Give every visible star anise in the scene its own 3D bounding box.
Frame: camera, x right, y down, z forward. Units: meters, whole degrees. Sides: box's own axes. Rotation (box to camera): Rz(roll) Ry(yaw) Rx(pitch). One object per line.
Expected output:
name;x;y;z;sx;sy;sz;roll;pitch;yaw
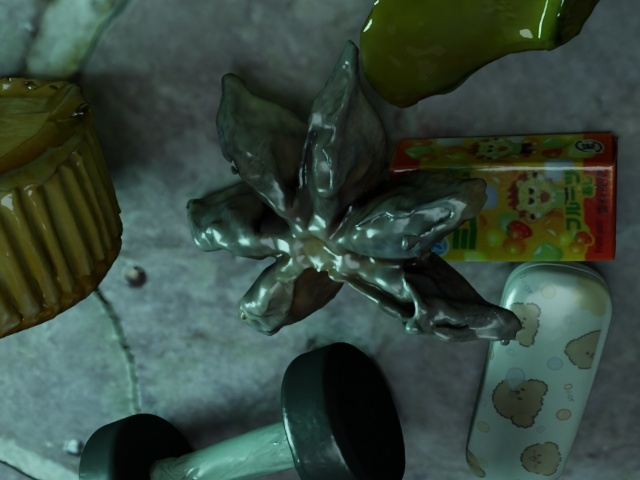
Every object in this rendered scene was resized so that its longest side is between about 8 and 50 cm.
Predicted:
star anise;-0.003;-0.015;0.622;0.208;0.063;0.171;-2;115;42

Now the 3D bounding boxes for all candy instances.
candy;0.102;-0.023;0.635;0.122;0.038;0.062;0;119;13

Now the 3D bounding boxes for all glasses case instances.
glasses case;0.128;0.083;0.689;0.063;0.041;0.164;12;121;5

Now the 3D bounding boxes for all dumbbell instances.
dumbbell;-0.051;0.138;0.725;0.191;0.100;0.100;-22;113;22

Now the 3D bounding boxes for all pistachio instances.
pistachio;0.090;-0.130;0.568;0.090;0.049;0.173;35;131;-17

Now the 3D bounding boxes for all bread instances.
bread;-0.207;-0.011;0.624;0.199;0.199;0.104;-4;120;14
